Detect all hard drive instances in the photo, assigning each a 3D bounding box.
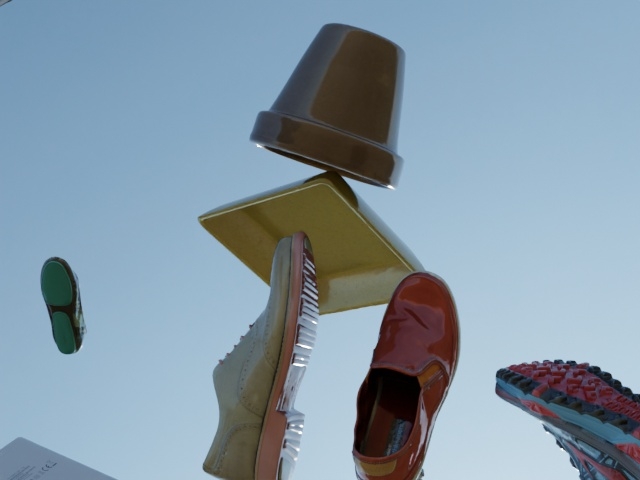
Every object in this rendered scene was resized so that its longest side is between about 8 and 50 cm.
[{"bbox_3d":[-0.431,0.435,1.474,0.308,0.203,0.040,20,-70,14],"label":"hard drive"}]

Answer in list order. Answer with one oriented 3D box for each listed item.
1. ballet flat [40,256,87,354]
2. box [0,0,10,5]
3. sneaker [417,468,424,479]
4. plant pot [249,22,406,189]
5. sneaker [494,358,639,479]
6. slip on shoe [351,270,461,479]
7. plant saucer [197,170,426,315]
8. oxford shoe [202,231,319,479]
[{"bbox_3d":[-0.436,0.103,1.532,0.070,0.070,0.188,-5,-64,-16],"label":"ballet flat"},{"bbox_3d":[-0.498,-0.519,1.130,0.179,0.312,0.343,-30,-18,-1],"label":"box"},{"bbox_3d":[0.075,0.377,1.239,0.132,0.228,0.086,5,-40,-2],"label":"sneaker"},{"bbox_3d":[0.041,-0.228,1.492,0.263,0.263,0.229,19,-88,-26],"label":"plant pot"},{"bbox_3d":[0.262,0.202,0.849,0.104,0.262,0.125,-6,-70,-37],"label":"sneaker"},{"bbox_3d":[0.115,0.179,1.216,0.123,0.331,0.101,5,-33,23],"label":"slip on shoe"},{"bbox_3d":[0.000,0.000,1.633,0.333,0.081,0.333,-13,-46,41],"label":"plant saucer"},{"bbox_3d":[-0.093,0.173,1.350,0.147,0.396,0.140,6,-16,15],"label":"oxford shoe"}]
